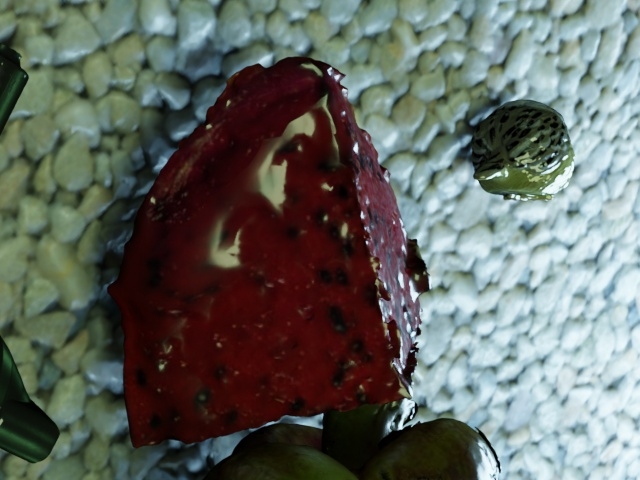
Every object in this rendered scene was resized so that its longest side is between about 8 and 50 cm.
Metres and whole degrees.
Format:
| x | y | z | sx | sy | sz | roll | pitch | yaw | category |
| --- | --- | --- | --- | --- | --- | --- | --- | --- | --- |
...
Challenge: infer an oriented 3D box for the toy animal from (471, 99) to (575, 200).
| x | y | z | sx | sy | sz | roll | pitch | yaw | category |
| --- | --- | --- | --- | --- | --- | --- | --- | --- | --- |
| 0.177 | -0.085 | 1.687 | 0.137 | 0.098 | 0.098 | 9 | 102 | -56 | toy animal |

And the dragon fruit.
| x | y | z | sx | sy | sz | roll | pitch | yaw | category |
| --- | --- | --- | --- | --- | --- | --- | --- | --- | --- |
| 0.000 | 0.000 | 1.508 | 0.302 | 0.240 | 0.330 | -29 | 131 | -46 | dragon fruit |

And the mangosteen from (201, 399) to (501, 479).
| x | y | z | sx | sy | sz | roll | pitch | yaw | category |
| --- | --- | --- | --- | --- | --- | --- | --- | --- | --- |
| 0.044 | 0.340 | 1.561 | 0.381 | 0.381 | 0.421 | -10 | 114 | -32 | mangosteen |

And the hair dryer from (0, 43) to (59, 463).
| x | y | z | sx | sy | sz | roll | pitch | yaw | category |
| --- | --- | --- | --- | --- | --- | --- | --- | --- | --- |
| -0.268 | 0.008 | 1.413 | 0.244 | 0.116 | 0.302 | 33 | 79 | -41 | hair dryer |
